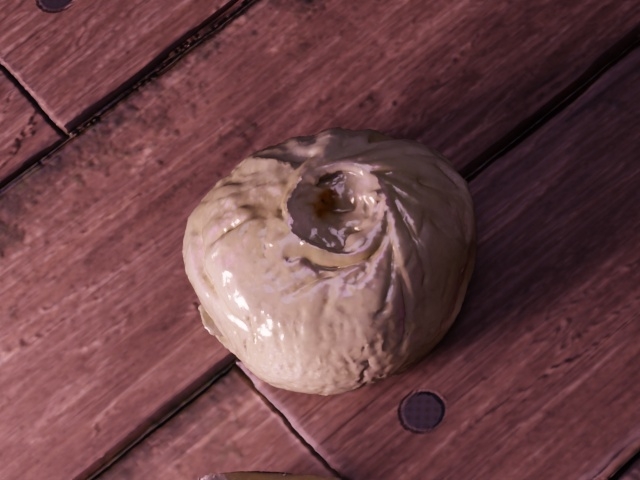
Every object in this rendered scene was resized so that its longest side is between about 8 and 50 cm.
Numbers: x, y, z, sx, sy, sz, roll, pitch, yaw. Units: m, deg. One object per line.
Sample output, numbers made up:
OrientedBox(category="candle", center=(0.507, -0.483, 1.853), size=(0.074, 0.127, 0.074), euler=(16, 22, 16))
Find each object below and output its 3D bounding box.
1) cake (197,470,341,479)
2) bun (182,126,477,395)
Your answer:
OrientedBox(category="cake", center=(-0.038, 0.210, 1.495), size=(0.121, 0.065, 0.052), euler=(2, 57, -15))
OrientedBox(category="bun", center=(0.000, 0.000, 1.543), size=(0.244, 0.153, 0.244), euler=(-6, 54, 8))
